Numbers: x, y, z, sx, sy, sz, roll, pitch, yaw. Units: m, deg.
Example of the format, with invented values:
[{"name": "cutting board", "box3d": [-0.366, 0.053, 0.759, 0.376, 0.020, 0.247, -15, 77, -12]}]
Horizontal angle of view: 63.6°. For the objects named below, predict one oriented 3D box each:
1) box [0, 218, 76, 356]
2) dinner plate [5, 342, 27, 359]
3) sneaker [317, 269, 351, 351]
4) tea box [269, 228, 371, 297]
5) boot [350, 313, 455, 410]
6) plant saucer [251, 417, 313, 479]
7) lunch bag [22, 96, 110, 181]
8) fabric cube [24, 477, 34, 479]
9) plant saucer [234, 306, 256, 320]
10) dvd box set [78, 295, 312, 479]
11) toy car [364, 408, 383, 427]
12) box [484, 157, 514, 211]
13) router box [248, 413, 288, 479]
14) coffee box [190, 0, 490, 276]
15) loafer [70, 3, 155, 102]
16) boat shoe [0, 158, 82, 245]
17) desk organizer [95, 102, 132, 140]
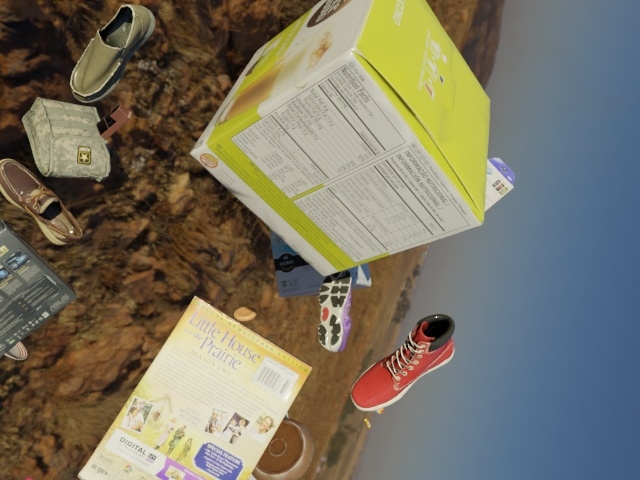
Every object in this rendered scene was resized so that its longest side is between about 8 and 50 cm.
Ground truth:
[{"name": "box", "box3d": [-0.574, 0.104, 0.876, 0.232, 0.059, 0.184, -43, 134, -17]}, {"name": "dinner plate", "box3d": [-0.918, 0.301, 1.503, 0.017, 0.141, 0.141, -44, 163, -7]}, {"name": "sneaker", "box3d": [0.034, 0.144, 1.062, 0.071, 0.068, 0.170, 38, 57, -57]}, {"name": "tea box", "box3d": [0.000, 0.000, 1.591, 0.329, 0.219, 0.324, 17, 62, -73]}, {"name": "boot", "box3d": [0.157, 0.236, 1.016, 0.244, 0.088, 0.176, -32, 149, -7]}, {"name": "plant saucer", "box3d": [-0.101, 0.508, 1.257, 0.029, 0.168, 0.169, 77, 30, -45]}, {"name": "lunch bag", "box3d": [-0.923, -0.357, 1.906, 0.168, 0.287, 0.235, -31, 165, 31]}, {"name": "fabric cube", "box3d": [-0.742, 0.823, 1.298, 0.258, 0.258, 0.255, -41, 139, -57]}, {"name": "plant saucer", "box3d": [-0.275, 0.265, 1.884, 0.083, 0.083, 0.013, -54, 146, -57]}, {"name": "dvd box set", "box3d": [-0.253, 0.375, 1.099, 0.421, 0.307, 0.062, -59, -172, -11]}, {"name": "toy car", "box3d": [0.195, 0.604, 1.791, 0.060, 0.041, 0.122, -8, 128, -27]}, {"name": "box", "box3d": [0.300, -0.098, 0.987, 0.136, 0.081, 0.028, -43, -168, 19]}, {"name": "router box", "box3d": [-0.206, 0.545, 1.502, 0.301, 0.082, 0.336, -44, 137, -53]}, {"name": "coffee box", "box3d": [0.060, -0.198, 0.883, 0.338, 0.334, 0.338, 44, 44, -29]}, {"name": "loafer", "box3d": [-0.464, -0.413, 1.115, 0.251, 0.094, 0.087, -53, 177, 5]}, {"name": "boat shoe", "box3d": [-0.924, -0.129, 1.716, 0.342, 0.123, 0.123, 62, 40, -27]}, {"name": "desk organizer", "box3d": [-0.709, -0.406, 1.762, 0.050, 0.130, 0.047, 44, 21, -36]}]
